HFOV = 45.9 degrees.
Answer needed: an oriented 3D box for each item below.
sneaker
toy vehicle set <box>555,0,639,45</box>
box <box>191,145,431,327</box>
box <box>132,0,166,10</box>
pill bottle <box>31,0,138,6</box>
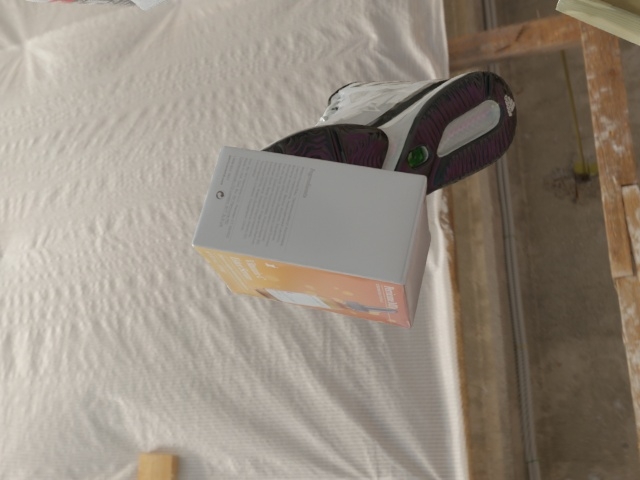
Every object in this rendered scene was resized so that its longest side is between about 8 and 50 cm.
[{"bbox_3d":[0.024,-0.104,1.035,0.447,0.169,0.257,-25,-160,-22],"label":"sneaker"},{"bbox_3d":[0.450,-0.362,1.016,0.166,0.035,0.267,31,-120,16],"label":"toy vehicle set"},{"bbox_3d":[0.000,0.000,0.633,0.170,0.130,0.091,10,-110,14],"label":"box"},{"bbox_3d":[-0.116,-0.406,0.747,0.345,0.215,0.168,-10,-121,34],"label":"box"},{"bbox_3d":[-0.353,-0.423,1.060,0.176,0.318,0.176,9,-73,31],"label":"pill bottle"}]
